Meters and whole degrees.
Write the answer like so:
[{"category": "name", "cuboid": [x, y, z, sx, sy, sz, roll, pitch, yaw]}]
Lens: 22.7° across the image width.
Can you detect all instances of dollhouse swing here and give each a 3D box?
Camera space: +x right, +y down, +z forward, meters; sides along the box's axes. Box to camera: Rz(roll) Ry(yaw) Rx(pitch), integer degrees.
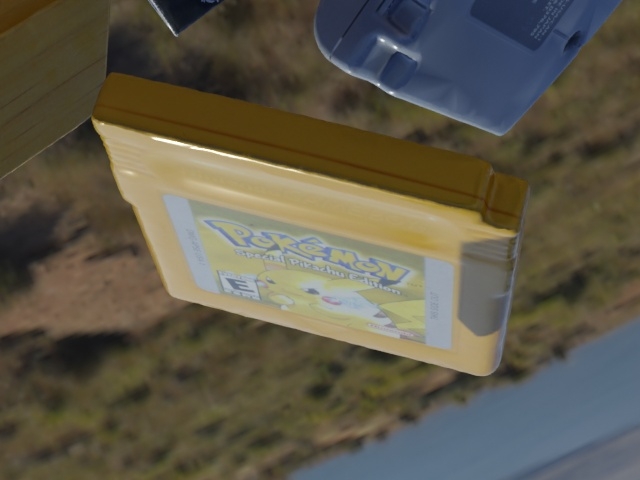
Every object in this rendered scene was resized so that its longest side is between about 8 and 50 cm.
[{"category": "dollhouse swing", "cuboid": [-0.370, -0.082, 1.445, 0.315, 0.346, 0.305, -41, 134, -38]}]

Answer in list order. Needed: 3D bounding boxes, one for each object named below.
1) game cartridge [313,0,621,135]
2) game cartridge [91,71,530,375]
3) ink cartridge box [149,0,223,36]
[{"category": "game cartridge", "cuboid": [0.129, -0.187, 0.730, 0.297, 0.062, 0.198, -55, 161, 12]}, {"category": "game cartridge", "cuboid": [0.000, 0.000, 1.140, 0.285, 0.053, 0.324, 14, 162, 9]}, {"category": "ink cartridge box", "cuboid": [-0.062, -0.169, 0.518, 0.097, 0.046, 0.207, -37, 139, 0]}]
